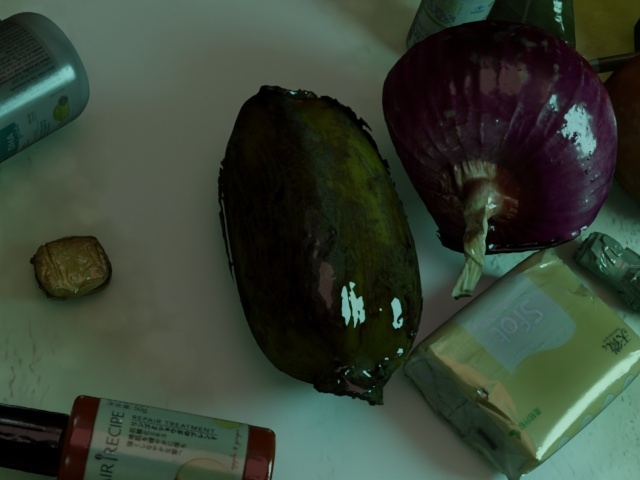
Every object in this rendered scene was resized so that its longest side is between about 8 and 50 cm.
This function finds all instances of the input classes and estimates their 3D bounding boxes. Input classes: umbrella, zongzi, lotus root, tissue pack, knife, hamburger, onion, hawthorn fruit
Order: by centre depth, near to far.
[{"bbox_3d":[0.000,0.000,1.411,0.196,0.179,0.397,-4,59,-13],"label":"lotus root"},{"bbox_3d":[-0.266,0.029,1.411,0.083,0.044,0.076,-13,64,-18],"label":"hamburger"},{"bbox_3d":[0.227,0.130,1.438,0.222,0.090,0.186,-34,72,-29],"label":"tissue pack"},{"bbox_3d":[0.202,-0.131,1.484,0.256,0.230,0.272,-19,36,-9],"label":"onion"},{"bbox_3d":[0.366,0.043,1.546,0.143,0.062,0.067,41,27,21],"label":"umbrella"},{"bbox_3d":[0.422,-0.130,1.595,0.262,0.210,0.210,23,54,22],"label":"hawthorn fruit"},{"bbox_3d":[0.315,-0.220,1.644,0.343,0.061,0.027,-9,78,8],"label":"knife"},{"bbox_3d":[0.302,-0.289,1.680,0.078,0.160,0.176,-26,66,-31],"label":"zongzi"}]

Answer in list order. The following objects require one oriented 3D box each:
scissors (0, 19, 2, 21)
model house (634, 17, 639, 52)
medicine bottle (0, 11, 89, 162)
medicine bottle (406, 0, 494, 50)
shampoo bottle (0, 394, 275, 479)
[{"bbox_3d":[-0.492,-0.372,1.615,0.180,0.032,0.393,-29,68,-28],"label":"scissors"},{"bbox_3d":[0.536,-0.309,1.696,0.211,0.243,0.204,9,57,-7],"label":"model house"},{"bbox_3d":[-0.373,-0.149,1.442,0.215,0.135,0.135,-36,72,-29],"label":"medicine bottle"},{"bbox_3d":[0.169,-0.295,1.635,0.086,0.183,0.086,6,58,-10],"label":"medicine bottle"},{"bbox_3d":[-0.188,0.210,1.280,0.278,0.104,0.104,11,57,-6],"label":"shampoo bottle"}]
